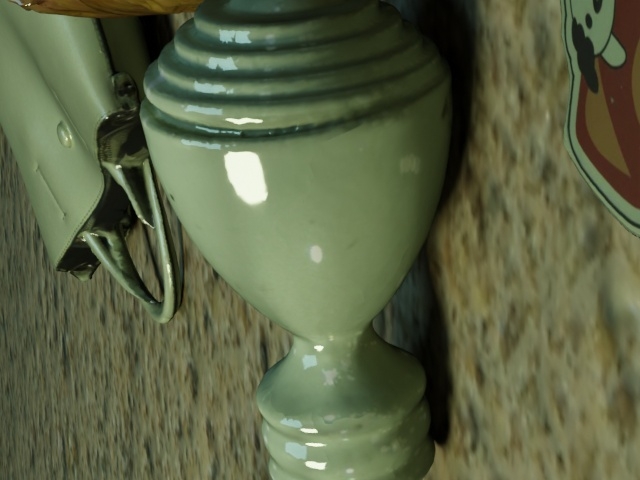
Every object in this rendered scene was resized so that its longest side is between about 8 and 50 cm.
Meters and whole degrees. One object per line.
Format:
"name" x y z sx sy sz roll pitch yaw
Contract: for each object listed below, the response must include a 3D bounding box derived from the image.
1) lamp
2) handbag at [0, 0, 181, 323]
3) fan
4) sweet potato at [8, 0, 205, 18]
"lamp" 0.000 0.000 0.654 0.106 0.106 0.193 -135 32 -65
"handbag" -0.157 -0.092 1.130 0.241 0.109 0.315 120 138 -64
"fan" 0.101 -0.043 0.444 0.220 0.009 0.132 -133 38 -65
"sweet potato" -0.048 -0.143 0.697 0.337 0.131 0.131 -167 72 -73
